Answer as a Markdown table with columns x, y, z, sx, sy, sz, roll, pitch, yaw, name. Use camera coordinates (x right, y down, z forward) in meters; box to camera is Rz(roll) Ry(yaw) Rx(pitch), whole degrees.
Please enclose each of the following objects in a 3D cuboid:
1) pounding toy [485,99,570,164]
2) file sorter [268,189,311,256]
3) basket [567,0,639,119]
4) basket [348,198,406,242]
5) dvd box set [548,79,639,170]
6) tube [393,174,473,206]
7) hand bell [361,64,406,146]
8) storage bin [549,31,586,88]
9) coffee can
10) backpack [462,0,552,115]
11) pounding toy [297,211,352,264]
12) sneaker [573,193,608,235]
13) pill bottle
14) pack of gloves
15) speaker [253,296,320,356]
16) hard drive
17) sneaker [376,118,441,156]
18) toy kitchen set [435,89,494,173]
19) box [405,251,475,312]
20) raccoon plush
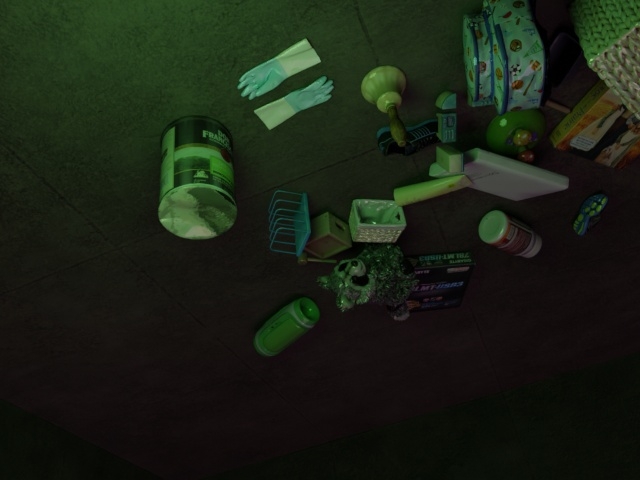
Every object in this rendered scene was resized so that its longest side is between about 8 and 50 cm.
| x | y | z | sx | sy | sz | roll | pitch | yaw | name |
| --- | --- | --- | --- | --- | --- | --- | --- | --- | --- |
| 0.612 | -0.313 | 1.820 | 0.182 | 0.110 | 0.237 | 21 | 132 | -32 | pounding toy |
| -0.101 | -0.056 | 1.928 | 0.104 | 0.170 | 0.118 | 8 | 137 | -17 | file sorter |
| 0.797 | -0.485 | 1.456 | 0.328 | 0.331 | 0.266 | 35 | 130 | -23 | basket |
| 0.182 | -0.060 | 2.027 | 0.167 | 0.113 | 0.103 | 1 | 141 | -12 | basket |
| 0.929 | -0.402 | 1.819 | 0.307 | 0.062 | 0.420 | 13 | 135 | -25 | dvd box set |
| 0.350 | -0.161 | 1.938 | 0.240 | 0.070 | 0.062 | -13 | 113 | 25 | tube |
| 0.187 | -0.332 | 1.603 | 0.126 | 0.242 | 0.126 | -6 | 140 | -5 | hand bell |
| 0.655 | -0.487 | 1.648 | 0.091 | 0.098 | 0.135 | -19 | 149 | -35 | storage bin |
| -0.330 | -0.170 | 1.660 | 0.201 | 0.275 | 0.202 | -6 | 141 | -5 | coffee can |
| 0.458 | -0.446 | 1.510 | 0.213 | 0.263 | 0.277 | -17 | 141 | 9 | backpack |
| 0.001 | 0.005 | 2.091 | 0.206 | 0.094 | 0.181 | -24 | 144 | 31 | pounding toy |
| 0.969 | -0.098 | 2.201 | 0.078 | 0.067 | 0.188 | -19 | 143 | -24 | sneaker |
| 0.671 | -0.017 | 2.176 | 0.221 | 0.121 | 0.121 | 21 | 131 | -32 | pill bottle |
| -0.087 | -0.394 | 1.626 | 0.232 | 0.046 | 0.195 | -25 | 137 | 17 | pack of gloves |
| -0.137 | 0.344 | 2.430 | 0.131 | 0.131 | 0.296 | 24 | 130 | -34 | speaker |
| 0.549 | -0.198 | 1.907 | 0.352 | 0.047 | 0.233 | 13 | 168 | -25 | hard drive |
| 0.281 | -0.289 | 1.792 | 0.232 | 0.091 | 0.081 | -9 | 140 | -1 | sneaker |
| 0.416 | -0.308 | 1.711 | 0.166 | 0.122 | 0.207 | -7 | 112 | -5 | toy kitchen set |
| 0.420 | 0.167 | 2.383 | 0.295 | 0.073 | 0.293 | -5 | 141 | -8 | box |
| 0.178 | 0.209 | 2.145 | 0.299 | 0.216 | 0.447 | -34 | 125 | -18 | raccoon plush |
